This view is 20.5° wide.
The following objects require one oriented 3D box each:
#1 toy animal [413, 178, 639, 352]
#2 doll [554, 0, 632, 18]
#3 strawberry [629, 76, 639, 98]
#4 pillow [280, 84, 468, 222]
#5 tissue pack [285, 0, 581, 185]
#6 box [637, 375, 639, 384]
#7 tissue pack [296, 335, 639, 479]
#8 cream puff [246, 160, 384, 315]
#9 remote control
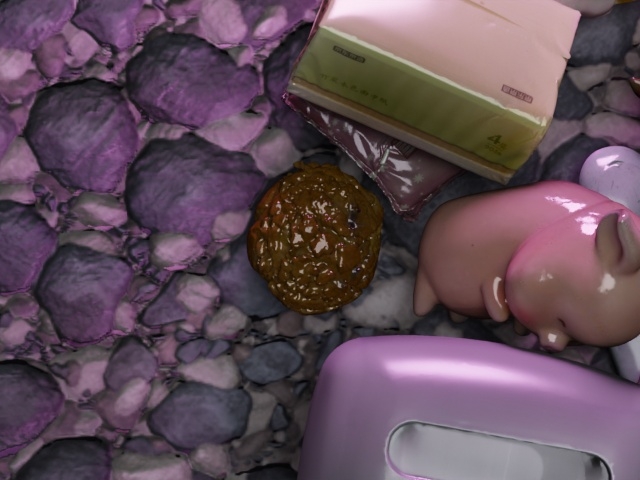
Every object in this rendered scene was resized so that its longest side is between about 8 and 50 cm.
[{"bbox_3d":[0.207,0.020,1.615,0.250,0.166,0.154,13,94,37],"label":"toy animal"},{"bbox_3d":[0.261,-0.339,1.707,0.252,0.111,0.237,-28,87,1],"label":"doll"},{"bbox_3d":[0.458,-0.103,1.630,0.233,0.138,0.306,-16,51,-31],"label":"strawberry"},{"bbox_3d":[0.061,-0.107,1.696,0.185,0.043,0.118,44,67,7],"label":"pillow"},{"bbox_3d":[0.108,-0.176,1.646,0.234,0.125,0.159,24,55,-4],"label":"tissue pack"},{"bbox_3d":[0.440,0.125,1.647,0.231,0.149,0.155,24,83,-13],"label":"box"},{"bbox_3d":[0.148,0.206,1.569,0.333,0.236,0.229,10,86,1],"label":"tissue pack"},{"bbox_3d":[-0.002,-0.001,1.653,0.126,0.103,0.144,19,85,-6],"label":"cream puff"},{"bbox_3d":[0.310,0.033,1.711,0.097,0.045,0.256,-15,91,-9],"label":"remote control"}]
